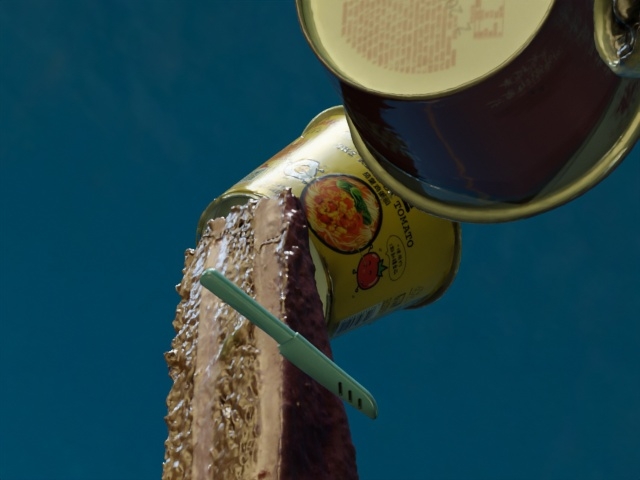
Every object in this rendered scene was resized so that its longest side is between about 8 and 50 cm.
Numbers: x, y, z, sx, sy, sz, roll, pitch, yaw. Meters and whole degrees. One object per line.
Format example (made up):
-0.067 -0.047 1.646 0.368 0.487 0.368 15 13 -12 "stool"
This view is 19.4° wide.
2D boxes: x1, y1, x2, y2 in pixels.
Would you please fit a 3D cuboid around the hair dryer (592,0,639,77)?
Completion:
0.248 -0.159 0.800 0.296 0.298 0.119 -21 -156 -11 "hair dryer"

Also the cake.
-0.041 0.103 1.312 0.116 0.113 0.295 -26 -128 31 "cake"

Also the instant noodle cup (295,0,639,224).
0.095 -0.146 1.239 0.235 0.178 0.234 -7 -109 20 "instant noodle cup"

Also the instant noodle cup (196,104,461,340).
0.000 0.000 1.499 0.182 0.144 0.182 23 -53 35 "instant noodle cup"

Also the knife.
-0.012 0.041 0.740 0.014 0.091 0.005 -45 -170 42 "knife"
